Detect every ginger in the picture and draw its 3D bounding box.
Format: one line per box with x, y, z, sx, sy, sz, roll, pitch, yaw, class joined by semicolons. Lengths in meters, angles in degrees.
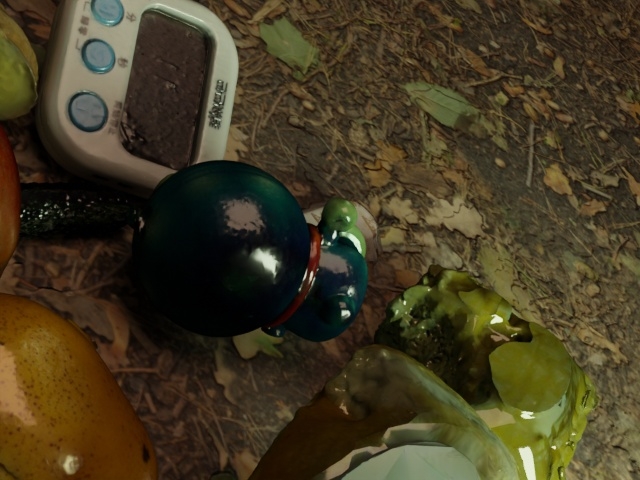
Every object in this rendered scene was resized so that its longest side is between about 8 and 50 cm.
-0.452;-0.281;1.630;0.354;0.126;0.190;50;27;6;ginger

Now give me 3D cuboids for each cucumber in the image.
-0.306;-0.034;1.564;0.245;0.067;0.067;-6;58;-48;cucumber

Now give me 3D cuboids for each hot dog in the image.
0.000;0.000;1.808;0.191;0.059;0.108;-17;59;-44;hot dog

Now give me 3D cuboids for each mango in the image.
-0.270;0.175;1.313;0.290;0.160;0.191;41;29;-18;mango

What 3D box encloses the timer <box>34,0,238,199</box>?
-0.223;-0.182;1.706;0.237;0.087;0.262;19;68;-29;timer

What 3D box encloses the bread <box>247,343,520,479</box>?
0.052;0.256;1.328;0.239;0.264;0.395;33;63;2;bread

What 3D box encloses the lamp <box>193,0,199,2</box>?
-0.309;-0.316;1.797;0.283;0.124;0.203;28;48;-14;lamp

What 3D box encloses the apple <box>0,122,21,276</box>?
-0.393;-0.044;1.354;0.234;0.234;0.234;24;40;-22;apple

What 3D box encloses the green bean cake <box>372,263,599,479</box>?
0.177;0.187;1.662;0.285;0.202;0.310;38;36;-2;green bean cake

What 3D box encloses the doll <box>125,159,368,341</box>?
-0.076;0.019;1.596;0.321;0.199;0.186;16;18;-26;doll
